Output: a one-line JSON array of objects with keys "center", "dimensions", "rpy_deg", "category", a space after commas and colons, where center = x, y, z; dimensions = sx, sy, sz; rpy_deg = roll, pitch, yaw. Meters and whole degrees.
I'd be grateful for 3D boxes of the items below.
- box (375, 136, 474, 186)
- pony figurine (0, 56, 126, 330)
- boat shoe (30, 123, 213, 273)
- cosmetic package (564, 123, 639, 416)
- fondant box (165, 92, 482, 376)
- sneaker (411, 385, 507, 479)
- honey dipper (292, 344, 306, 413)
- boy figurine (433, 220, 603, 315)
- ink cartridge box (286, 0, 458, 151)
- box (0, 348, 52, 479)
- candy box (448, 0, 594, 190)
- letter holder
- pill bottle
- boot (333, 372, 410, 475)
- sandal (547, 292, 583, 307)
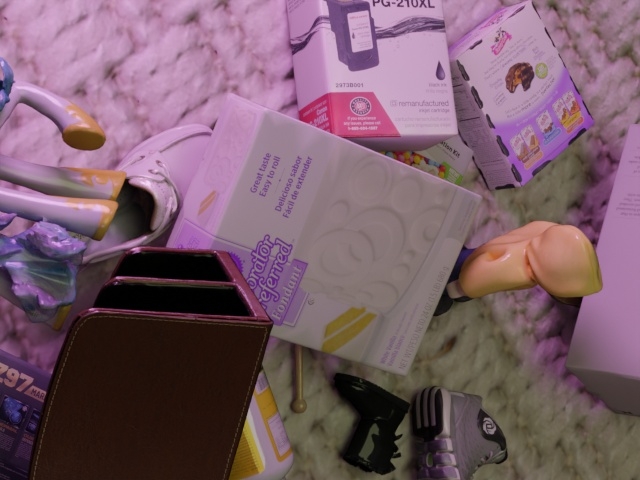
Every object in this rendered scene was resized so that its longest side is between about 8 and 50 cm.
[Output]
[{"center": [0.103, -0.073, 2.016], "dimensions": [0.145, 0.038, 0.186], "rpy_deg": [36, 66, -25], "category": "box"}, {"center": [-0.389, -0.057, 1.554], "dimensions": [0.363, 0.303, 0.351], "rpy_deg": [25, 44, -10], "category": "pony figurine"}, {"center": [-0.199, -0.043, 1.776], "dimensions": [0.277, 0.096, 0.098], "rpy_deg": [-40, 108, -29], "category": "boat shoe"}, {"center": [0.474, 0.046, 2.156], "dimensions": [0.197, 0.155, 0.366], "rpy_deg": [37, 64, -51], "category": "cosmetic package"}, {"center": [0.000, 0.000, 1.824], "dimensions": [0.330, 0.096, 0.238], "rpy_deg": [20, 95, -33], "category": "fondant box"}, {"center": [0.187, 0.301, 2.011], "dimensions": [0.132, 0.086, 0.229], "rpy_deg": [7, 81, -35], "category": "sneaker"}, {"center": [-0.025, 0.129, 1.919], "dimensions": [0.030, 0.030, 0.161], "rpy_deg": [-1, 89, -34], "category": "honey dipper"}, {"center": [0.245, 0.030, 1.954], "dimensions": [0.177, 0.285, 0.092], "rpy_deg": [-24, 99, -36], "category": "boy figurine"}, {"center": [0.060, -0.233, 1.938], "dimensions": [0.172, 0.100, 0.237], "rpy_deg": [-3, 81, -24], "category": "ink cartridge box"}, {"center": [-0.391, 0.188, 1.649], "dimensions": [0.232, 0.059, 0.183], "rpy_deg": [30, 71, -28], "category": "box"}, {"center": [0.253, -0.193, 2.108], "dimensions": [0.165, 0.070, 0.196], "rpy_deg": [-38, 107, -30], "category": "candy box"}, {"center": [-0.205, 0.170, 1.643], "dimensions": [0.214, 0.152, 0.302], "rpy_deg": [4, 117, -25], "category": "letter holder"}, {"center": [-0.091, 0.228, 1.820], "dimensions": [0.103, 0.103, 0.184], "rpy_deg": [-23, 99, -33], "category": "pill bottle"}, {"center": [0.053, 0.228, 1.954], "dimensions": [0.121, 0.045, 0.099], "rpy_deg": [30, 73, -29], "category": "boot"}, {"center": [0.344, 0.056, 2.164], "dimensions": [0.180, 0.049, 0.072], "rpy_deg": [19, 81, -46], "category": "sandal"}]
